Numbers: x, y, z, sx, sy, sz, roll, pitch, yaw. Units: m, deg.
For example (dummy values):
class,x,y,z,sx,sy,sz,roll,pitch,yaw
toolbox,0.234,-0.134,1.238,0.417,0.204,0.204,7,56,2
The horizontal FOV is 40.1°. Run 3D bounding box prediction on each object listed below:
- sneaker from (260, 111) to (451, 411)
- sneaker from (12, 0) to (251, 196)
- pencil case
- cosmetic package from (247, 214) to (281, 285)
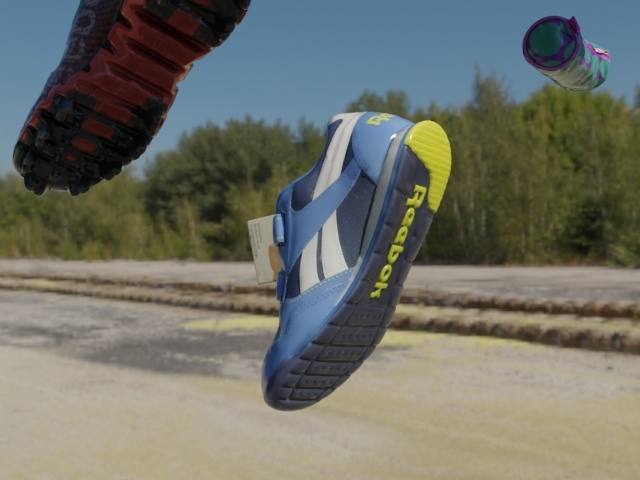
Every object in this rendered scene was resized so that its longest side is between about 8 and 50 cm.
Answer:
class,x,y,z,sx,sy,sz,roll,pitch,yaw
sneaker,0.006,0.008,0.396,0.059,0.144,0.053,27,3,32
sneaker,-0.169,-0.160,0.747,0.098,0.276,0.135,28,21,-41
pencil case,0.291,-0.218,1.028,0.070,0.064,0.152,-31,-16,27
cosmetic package,0.000,0.000,0.753,0.115,0.060,0.041,-14,-7,19
